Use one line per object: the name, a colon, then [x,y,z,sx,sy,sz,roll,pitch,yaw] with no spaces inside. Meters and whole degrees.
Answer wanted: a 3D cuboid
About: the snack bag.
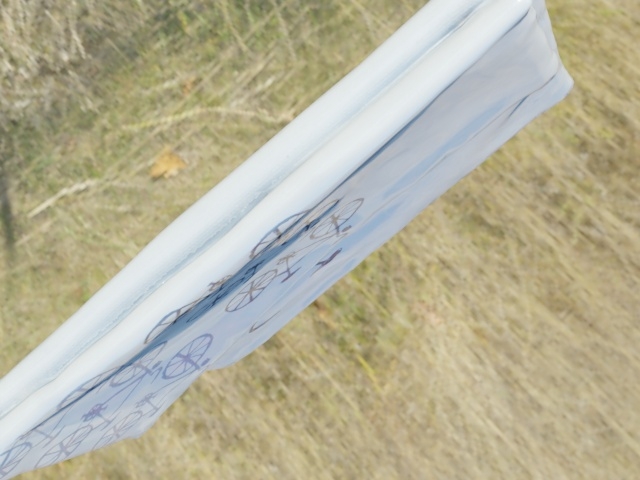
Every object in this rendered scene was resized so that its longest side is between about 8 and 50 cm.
snack bag: [0.000,0.000,0.563,0.323,0.037,0.342,-41,171,12]
